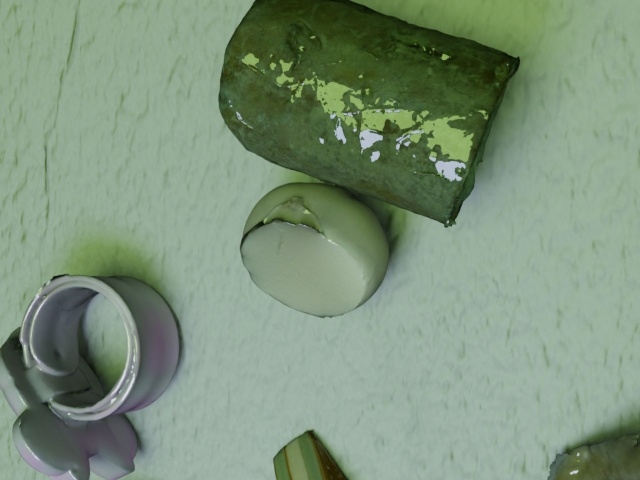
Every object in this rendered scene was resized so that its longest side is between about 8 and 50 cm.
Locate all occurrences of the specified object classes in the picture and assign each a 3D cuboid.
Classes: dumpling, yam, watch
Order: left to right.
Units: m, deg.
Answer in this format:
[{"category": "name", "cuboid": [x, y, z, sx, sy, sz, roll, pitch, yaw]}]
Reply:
[{"category": "watch", "cuboid": [-0.297, 0.169, 1.147, 0.217, 0.211, 0.248, -42, 73, 15]}, {"category": "yam", "cuboid": [0.048, -0.148, 0.937, 0.300, 0.195, 0.195, 23, 107, 18]}, {"category": "dumpling", "cuboid": [0.319, 0.307, 0.948, 0.086, 0.166, 0.332, 6, 125, -19]}]

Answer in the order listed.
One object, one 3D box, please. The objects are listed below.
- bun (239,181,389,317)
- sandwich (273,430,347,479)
[{"category": "bun", "cuboid": [0.000, 0.000, 1.016, 0.173, 0.120, 0.172, 15, 138, 14]}, {"category": "sandwich", "cuboid": [-0.012, 0.334, 1.082, 0.079, 0.113, 0.163, -38, 82, 24]}]
